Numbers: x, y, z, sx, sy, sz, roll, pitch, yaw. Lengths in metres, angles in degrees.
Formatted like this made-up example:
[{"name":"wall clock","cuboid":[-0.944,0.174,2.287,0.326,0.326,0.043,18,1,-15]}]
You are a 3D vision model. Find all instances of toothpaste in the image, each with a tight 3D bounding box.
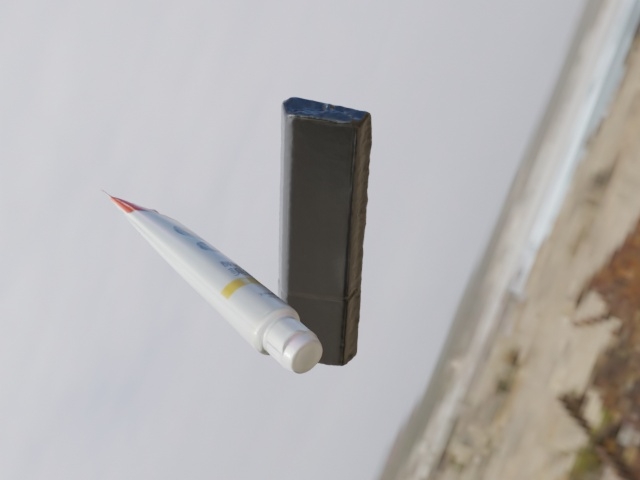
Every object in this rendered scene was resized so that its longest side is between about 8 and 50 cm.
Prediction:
[{"name":"toothpaste","cuboid":[-0.062,0.019,1.009,0.048,0.190,0.031,19,-75,-47]}]

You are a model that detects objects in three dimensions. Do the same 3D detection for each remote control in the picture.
[{"name":"remote control","cuboid":[0.000,0.000,1.187,0.245,0.063,0.025,91,-171,-46]}]
